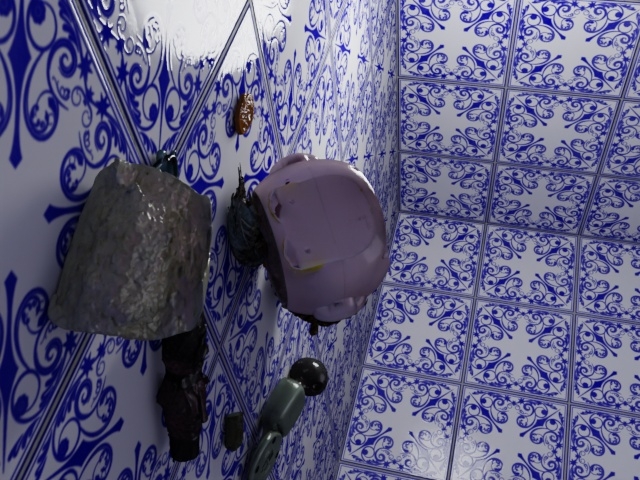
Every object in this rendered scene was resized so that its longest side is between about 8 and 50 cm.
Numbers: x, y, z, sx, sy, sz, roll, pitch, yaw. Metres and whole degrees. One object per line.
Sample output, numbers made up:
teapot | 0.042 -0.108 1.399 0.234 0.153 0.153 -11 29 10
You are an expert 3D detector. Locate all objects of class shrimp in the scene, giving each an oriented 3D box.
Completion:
shrimp | -0.151 -0.046 1.486 0.090 0.079 0.233 -70 159 -59

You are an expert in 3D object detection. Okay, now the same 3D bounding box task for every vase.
vase | -0.057 0.420 2.176 0.183 0.120 0.120 -34 134 -49

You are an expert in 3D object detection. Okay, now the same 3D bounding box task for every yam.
yam | -0.194 0.425 1.675 0.043 0.043 0.094 -51 145 -67

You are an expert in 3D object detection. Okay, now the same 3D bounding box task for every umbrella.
umbrella | -0.233 0.242 1.268 0.094 0.090 0.326 -109 -159 -67

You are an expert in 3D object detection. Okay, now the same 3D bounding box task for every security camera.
security camera | -0.131 0.503 1.952 0.157 0.080 0.302 87 27 -51

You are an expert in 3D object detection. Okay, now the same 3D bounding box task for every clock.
clock | 0.000 0.000 1.631 0.377 0.250 0.368 119 -46 -73

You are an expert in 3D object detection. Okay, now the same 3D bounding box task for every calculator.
calculator | -0.248 -0.090 1.145 0.141 0.019 0.094 -66 161 -55

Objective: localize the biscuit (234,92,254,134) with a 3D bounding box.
biscuit | -0.152 -0.254 1.475 0.091 0.015 0.078 -67 159 -50

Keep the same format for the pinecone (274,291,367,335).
pinecone | 0.000 0.089 1.920 0.244 0.244 0.309 17 71 -78

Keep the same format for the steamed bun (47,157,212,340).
steamed bun | -0.225 0.018 0.973 0.200 0.170 0.226 35 63 -71
